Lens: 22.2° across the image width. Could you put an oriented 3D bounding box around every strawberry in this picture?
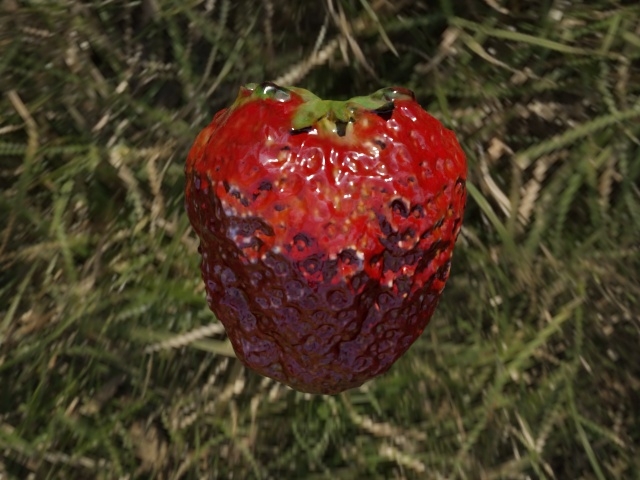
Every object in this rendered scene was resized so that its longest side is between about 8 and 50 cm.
[{"bbox_3d":[0.000,0.000,1.453,0.257,0.257,0.276,6,89,-1],"label":"strawberry"}]
